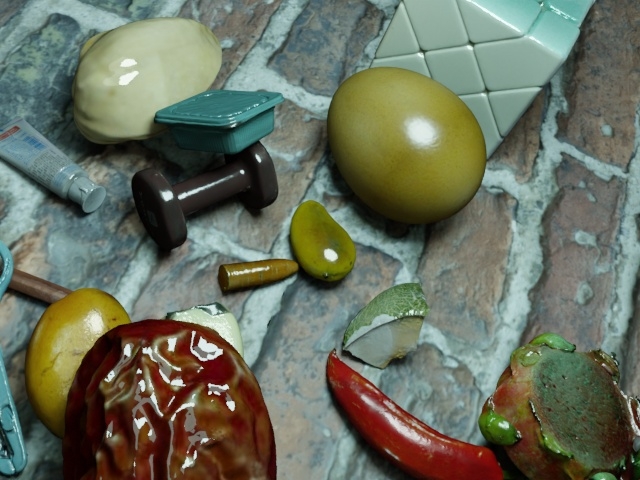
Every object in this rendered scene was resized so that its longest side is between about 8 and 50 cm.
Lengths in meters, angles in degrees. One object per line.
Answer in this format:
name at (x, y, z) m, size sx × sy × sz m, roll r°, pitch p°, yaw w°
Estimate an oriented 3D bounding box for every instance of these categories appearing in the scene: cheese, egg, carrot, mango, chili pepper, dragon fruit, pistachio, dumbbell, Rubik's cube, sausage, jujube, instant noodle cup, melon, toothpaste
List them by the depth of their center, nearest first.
jujube at (-0.192, 0.291, 0.972) m, size 0.277 × 0.276 × 0.376 m, roll 8°, pitch 69°, yaw -12°
mango at (-0.345, 0.174, 1.097) m, size 0.145 × 0.112 × 0.219 m, roll 16°, pitch 58°, yaw -18°
cheese at (-0.158, 0.216, 1.164) m, size 0.127 × 0.054 × 0.251 m, roll -12°, pitch 64°, yaw -24°
sausage at (-0.428, 0.077, 1.181) m, size 0.147 × 0.035 × 0.030 m, roll 23°, pitch 23°, yaw -3°
chili pepper at (0.158, 0.300, 1.190) m, size 0.368 × 0.092 × 0.137 m, roll 33°, pitch 40°, yaw 1°
dragon fruit at (0.389, 0.286, 1.215) m, size 0.268 × 0.130 × 0.295 m, roll 22°, pitch 43°, yaw -15°
instant noodle cup at (-0.160, -0.195, 1.261) m, size 0.179 × 0.070 × 0.157 m, roll 9°, pitch 31°, yaw 34°
melon at (0.137, 0.131, 1.276) m, size 0.202 × 0.139 × 0.093 m, roll -42°, pitch 100°, yaw -35°
carrot at (-0.099, 0.052, 1.286) m, size 0.139 × 0.048 × 0.048 m, roll -9°, pitch 62°, yaw -23°
dumbbell at (-0.192, -0.085, 1.288) m, size 0.225 × 0.140 × 0.124 m, roll -27°, pitch 31°, yaw -28°
toothpaste at (-0.462, -0.131, 1.291) m, size 0.234 × 0.057 × 0.089 m, roll 35°, pitch 54°, yaw 14°
mango at (0.000, 0.000, 1.333) m, size 0.103 × 0.076 × 0.161 m, roll -14°, pitch 61°, yaw -19°
pistachio at (-0.303, -0.287, 1.347) m, size 0.214 × 0.193 × 0.318 m, roll 45°, pitch 55°, yaw 9°
egg at (0.148, -0.175, 1.379) m, size 0.250 × 0.250 × 0.322 m, roll -31°, pitch 68°, yaw -30°
Rubik's cube at (0.322, -0.419, 1.543) m, size 0.322 × 0.318 × 0.316 m, roll 31°, pitch 55°, yaw 2°

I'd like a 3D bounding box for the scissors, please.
scissors at (-0.498, 0.152, 1.099) m, size 0.180 × 0.032 × 0.392 m, roll -22°, pitch 70°, yaw -14°
